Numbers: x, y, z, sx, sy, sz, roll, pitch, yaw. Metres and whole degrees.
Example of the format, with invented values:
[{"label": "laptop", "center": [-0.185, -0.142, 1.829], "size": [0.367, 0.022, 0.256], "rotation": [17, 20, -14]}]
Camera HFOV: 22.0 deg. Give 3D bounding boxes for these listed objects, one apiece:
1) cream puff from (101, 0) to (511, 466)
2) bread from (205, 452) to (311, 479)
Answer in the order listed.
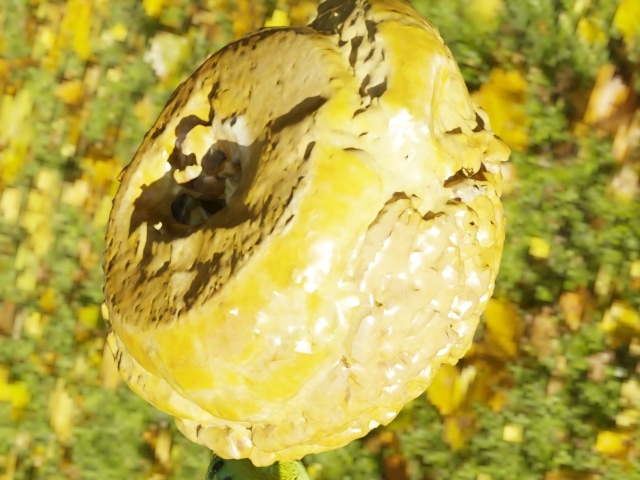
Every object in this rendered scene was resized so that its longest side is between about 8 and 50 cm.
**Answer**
[{"label": "cream puff", "center": [0.000, 0.000, 1.195], "size": [0.343, 0.231, 0.327], "rotation": [-56, 31, 1]}, {"label": "bread", "center": [-0.072, 0.293, 1.973], "size": [0.139, 0.130, 0.071], "rotation": [40, 123, 31]}]
